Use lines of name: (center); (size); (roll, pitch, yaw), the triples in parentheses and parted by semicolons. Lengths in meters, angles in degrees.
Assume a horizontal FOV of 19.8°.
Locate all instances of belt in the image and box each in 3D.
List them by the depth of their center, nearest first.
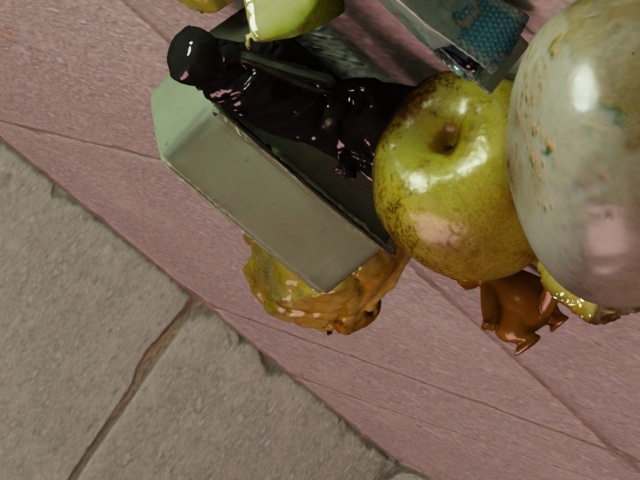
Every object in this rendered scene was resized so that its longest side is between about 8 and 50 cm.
belt: (0.061, -0.236, 1.522); (0.302, 0.072, 0.087); (40, 169, -26)

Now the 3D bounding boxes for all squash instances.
squash: (-0.023, -0.215, 1.735); (0.093, 0.169, 0.252); (-11, 160, 2)

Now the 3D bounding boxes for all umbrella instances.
umbrella: (0.013, -0.121, 1.800); (0.358, 0.113, 0.106); (22, 169, -30)

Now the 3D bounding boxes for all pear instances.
pear: (0.148, -0.057, 1.723); (0.197, 0.197, 0.197); (32, 168, 8)

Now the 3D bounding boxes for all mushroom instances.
mushroom: (0.260, -0.072, 1.406); (0.243, 0.243, 0.243); (32, 168, 8)

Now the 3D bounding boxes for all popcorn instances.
popcorn: (0.000, 0.000, 2.287); (0.250, 0.190, 0.250); (26, 125, 44)

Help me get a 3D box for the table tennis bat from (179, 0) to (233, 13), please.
table tennis bat: (-0.236, -0.338, 1.960); (0.369, 0.054, 0.224); (33, 169, 24)

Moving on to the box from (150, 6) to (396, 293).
box: (-0.036, -0.099, 1.963); (0.290, 0.166, 0.220); (39, -164, -25)

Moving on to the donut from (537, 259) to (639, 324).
donut: (0.285, 0.002, 1.649); (0.217, 0.085, 0.141); (-13, -143, -41)

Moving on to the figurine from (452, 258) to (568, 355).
figurine: (0.216, 0.040, 2.183); (0.176, 0.121, 0.122); (39, 142, 22)
